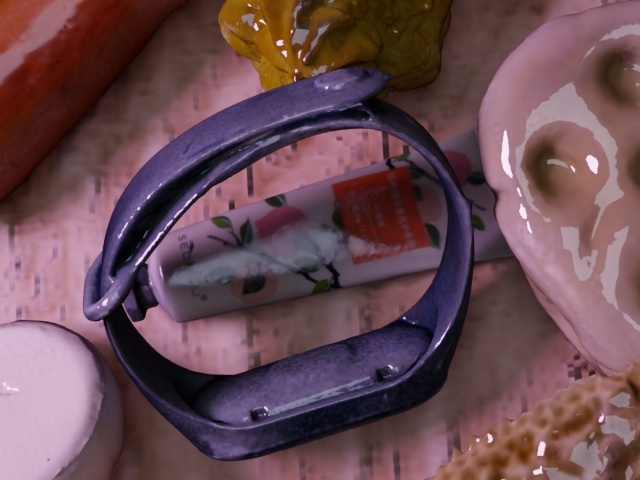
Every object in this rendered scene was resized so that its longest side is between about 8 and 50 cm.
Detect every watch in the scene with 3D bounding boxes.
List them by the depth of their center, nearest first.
[{"bbox_3d":[-0.021,0.016,0.689,0.206,0.068,0.193,-15,115,-2],"label":"watch"}]

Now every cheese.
[{"bbox_3d":[0.193,-0.024,0.689,0.235,0.117,0.218,22,87,8],"label":"cheese"}]

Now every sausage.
[{"bbox_3d":[-0.147,-0.124,0.761,0.300,0.089,0.083,-46,73,0],"label":"sausage"}]

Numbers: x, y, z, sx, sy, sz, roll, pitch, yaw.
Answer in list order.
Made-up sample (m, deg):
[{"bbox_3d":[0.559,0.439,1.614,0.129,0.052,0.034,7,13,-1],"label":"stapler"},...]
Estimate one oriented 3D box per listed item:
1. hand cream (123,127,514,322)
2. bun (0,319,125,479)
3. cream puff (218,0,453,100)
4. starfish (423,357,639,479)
[{"bbox_3d":[0.000,0.000,0.751,0.234,0.050,0.080,-16,77,-1],"label":"hand cream"},{"bbox_3d":[-0.170,0.120,0.732,0.138,0.094,0.138,-9,43,9],"label":"bun"},{"bbox_3d":[0.006,-0.139,0.731,0.146,0.116,0.146,-1,85,10],"label":"cream puff"},{"bbox_3d":[0.094,0.225,0.643,0.432,0.082,0.324,-17,94,12],"label":"starfish"}]
